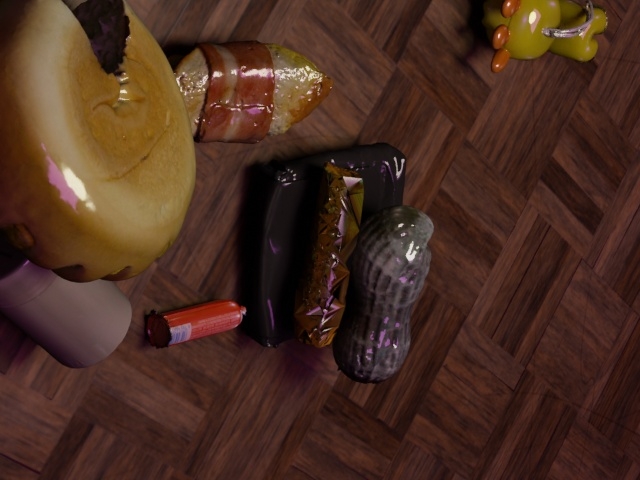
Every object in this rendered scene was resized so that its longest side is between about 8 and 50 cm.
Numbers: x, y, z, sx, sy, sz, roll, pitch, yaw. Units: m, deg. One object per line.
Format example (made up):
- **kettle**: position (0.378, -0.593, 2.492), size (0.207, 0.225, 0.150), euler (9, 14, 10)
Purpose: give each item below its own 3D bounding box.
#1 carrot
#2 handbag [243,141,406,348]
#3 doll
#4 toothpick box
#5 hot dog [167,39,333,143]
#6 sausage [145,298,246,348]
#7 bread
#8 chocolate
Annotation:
- **carrot**: position (0.010, 0.018, 1.994), size (0.069, 0.069, 0.229), euler (-5, 112, -46)
- **handbag**: position (0.000, 0.000, 2.076), size (0.223, 0.080, 0.247), euler (-11, 115, -37)
- **doll**: position (0.295, -0.295, 2.228), size (0.221, 0.135, 0.143), euler (-5, 119, -57)
- **toothpick box**: position (-0.295, 0.048, 1.747), size (0.111, 0.111, 0.181), euler (-55, 138, -16)
- **hot dog**: position (-0.113, -0.173, 1.872), size (0.261, 0.093, 0.123), euler (-2, 116, -31)
- **sausage**: position (-0.146, 0.096, 1.978), size (0.145, 0.050, 0.048), euler (-13, 142, -45)
- **bread**: position (-0.252, -0.100, 1.631), size (0.333, 0.160, 0.333), euler (45, 36, -47)
- **chocolate**: position (0.076, 0.071, 2.047), size (0.110, 0.110, 0.248), euler (-5, 113, -46)
